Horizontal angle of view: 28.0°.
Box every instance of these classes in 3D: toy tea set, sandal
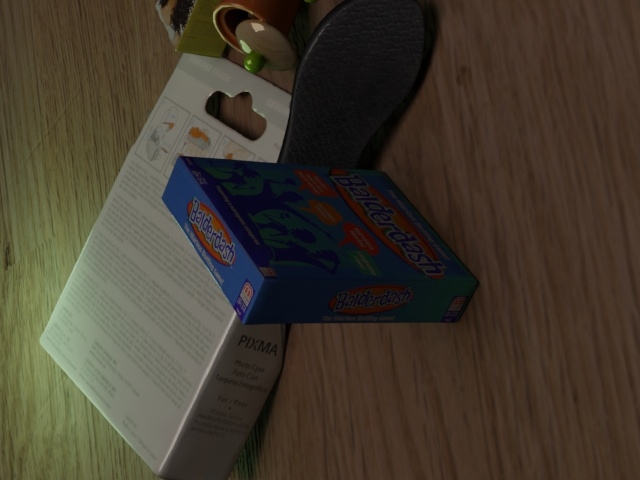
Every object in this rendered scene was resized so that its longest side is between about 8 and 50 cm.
[{"bbox_3d":[-0.103,-0.267,1.109,0.200,0.336,0.124,2,52,44],"label":"toy tea set"},{"bbox_3d":[0.010,-0.111,1.125,0.054,0.097,0.254,-95,27,-58],"label":"sandal"}]

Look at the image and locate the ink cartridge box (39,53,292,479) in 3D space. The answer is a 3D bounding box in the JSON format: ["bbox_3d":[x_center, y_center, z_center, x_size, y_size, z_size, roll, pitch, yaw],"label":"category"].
[{"bbox_3d":[-0.124,0.015,1.336,0.308,0.091,0.385,35,99,50],"label":"ink cartridge box"}]

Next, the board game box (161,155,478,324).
[{"bbox_3d":[0.000,0.000,1.027,0.160,0.210,0.047,52,127,40],"label":"board game box"}]

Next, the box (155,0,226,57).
[{"bbox_3d":[-0.093,-0.302,1.291,0.232,0.058,0.087,-61,40,32],"label":"box"}]
